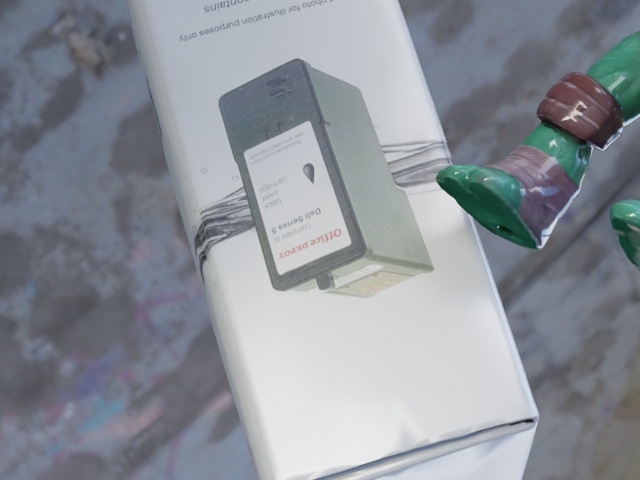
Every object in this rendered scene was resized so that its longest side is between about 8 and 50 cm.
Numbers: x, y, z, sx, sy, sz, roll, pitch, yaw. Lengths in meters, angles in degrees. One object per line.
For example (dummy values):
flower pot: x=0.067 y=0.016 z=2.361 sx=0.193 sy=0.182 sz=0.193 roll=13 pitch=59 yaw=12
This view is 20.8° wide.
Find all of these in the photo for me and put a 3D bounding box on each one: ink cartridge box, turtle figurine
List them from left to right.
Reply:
ink cartridge box: x=0.000 y=0.000 z=0.793 sx=0.115 sy=0.272 sz=0.198 roll=-16 pitch=159 yaw=-3
turtle figurine: x=0.146 y=-0.100 z=0.661 sx=0.118 sy=0.175 sz=0.234 roll=35 pitch=74 yaw=-29
